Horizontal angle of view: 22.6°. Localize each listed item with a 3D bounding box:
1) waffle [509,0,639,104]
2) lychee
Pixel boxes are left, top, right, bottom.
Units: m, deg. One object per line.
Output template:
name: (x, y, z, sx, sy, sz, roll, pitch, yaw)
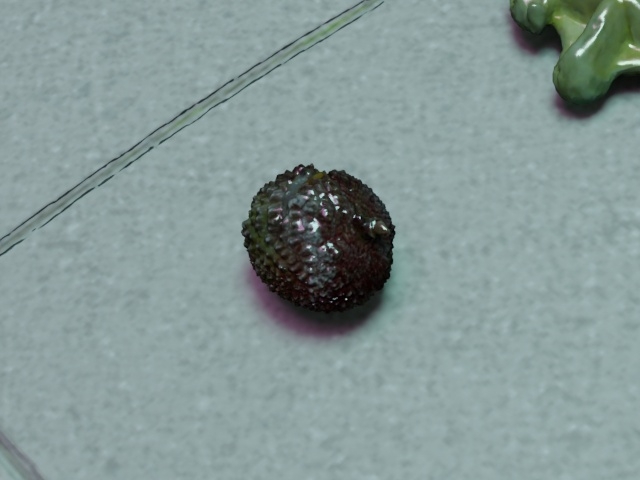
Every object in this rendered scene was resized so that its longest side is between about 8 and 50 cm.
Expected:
waffle: (0.231, -0.199, 0.869, 0.292, 0.056, 0.309, -11, 52, 4)
lychee: (0.000, 0.000, 0.762, 0.083, 0.068, 0.067, 3, 55, 44)
